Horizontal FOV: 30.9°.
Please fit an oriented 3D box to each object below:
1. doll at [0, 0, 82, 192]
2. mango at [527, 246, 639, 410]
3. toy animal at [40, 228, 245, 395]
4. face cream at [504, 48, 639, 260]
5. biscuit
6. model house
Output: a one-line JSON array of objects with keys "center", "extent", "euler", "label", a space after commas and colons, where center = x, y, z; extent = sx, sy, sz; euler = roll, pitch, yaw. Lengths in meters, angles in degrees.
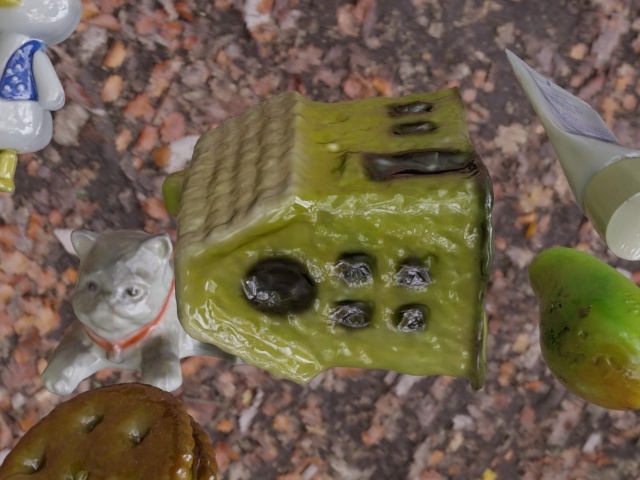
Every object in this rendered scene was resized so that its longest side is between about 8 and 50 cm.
[{"center": [-0.308, -0.193, 1.184], "extent": [0.119, 0.138, 0.293], "euler": [28, 74, -59], "label": "doll"}, {"center": [0.283, 0.090, 1.203], "extent": [0.125, 0.233, 0.111], "euler": [-16, 128, -16], "label": "mango"}, {"center": [-0.158, 0.065, 1.421], "extent": [0.308, 0.266, 0.188], "euler": [1, 101, 10], "label": "toy animal"}, {"center": [0.224, -0.077, 0.956], "extent": [0.114, 0.224, 0.070], "euler": [26, 116, -31], "label": "face cream"}, {"center": [-0.193, 0.220, 1.001], "extent": [0.220, 0.220, 0.066], "euler": [-42, 128, -11], "label": "biscuit"}, {"center": [0.000, 0.000, 0.836], "extent": [0.234, 0.193, 0.174], "euler": [-5, 122, 3], "label": "model house"}]
